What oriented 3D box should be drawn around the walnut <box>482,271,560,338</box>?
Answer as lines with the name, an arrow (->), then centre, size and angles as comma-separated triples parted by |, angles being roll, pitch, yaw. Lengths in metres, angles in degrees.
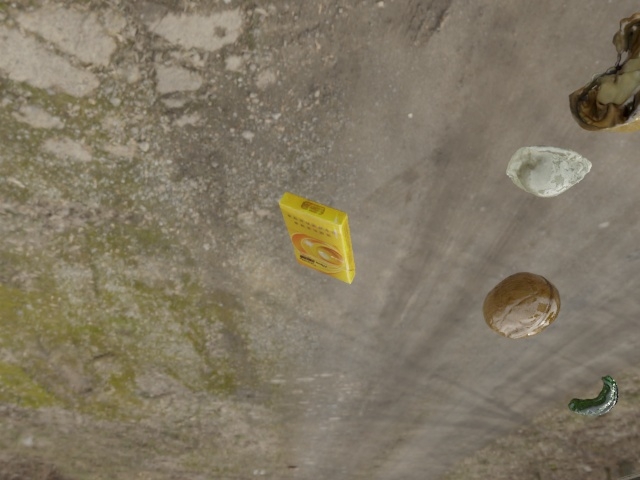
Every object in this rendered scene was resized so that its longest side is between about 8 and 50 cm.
walnut -> 0.519, 0.171, 1.423 | 0.168, 0.167, 0.207 | 14, 140, -21

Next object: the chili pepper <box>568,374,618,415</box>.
chili pepper -> 0.503, 0.291, 0.995 | 0.056, 0.035, 0.117 | 32, 139, 11

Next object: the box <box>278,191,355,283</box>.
box -> 0.000, 0.000, 1.258 | 0.153, 0.043, 0.269 | 22, 155, 19

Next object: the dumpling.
dumpling -> 0.569, -0.188, 1.392 | 0.181, 0.111, 0.155 | -37, 116, 27

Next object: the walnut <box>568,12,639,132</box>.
walnut -> 0.637, -0.312, 1.103 | 0.141, 0.204, 0.238 | 18, 120, -22

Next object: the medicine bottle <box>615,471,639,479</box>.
medicine bottle -> 0.252, 0.137, 0.236 | 0.110, 0.110, 0.351 | 3, 150, -6
